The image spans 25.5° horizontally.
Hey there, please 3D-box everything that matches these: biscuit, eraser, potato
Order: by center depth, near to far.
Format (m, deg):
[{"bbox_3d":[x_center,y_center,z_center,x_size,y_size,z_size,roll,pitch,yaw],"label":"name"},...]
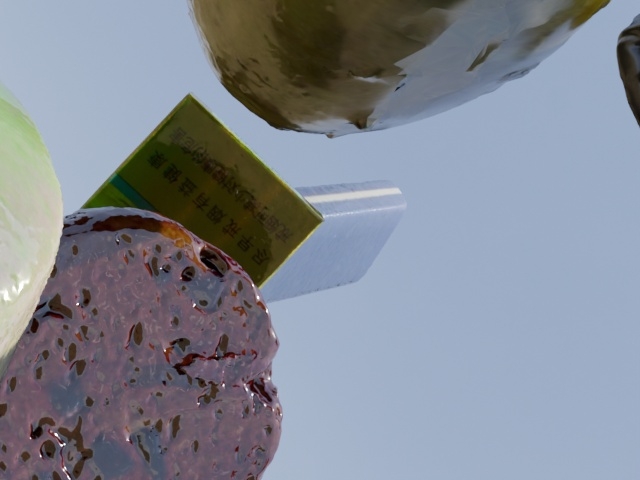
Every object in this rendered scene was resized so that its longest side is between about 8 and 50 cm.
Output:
[{"bbox_3d":[0.038,-0.156,0.679,0.307,0.210,0.173,137,-53,-59],"label":"potato"},{"bbox_3d":[-0.104,0.077,0.713,0.049,0.192,0.192,7,-60,59],"label":"biscuit"},{"bbox_3d":[0.000,0.000,1.060,0.036,0.225,0.082,40,-69,18],"label":"eraser"}]

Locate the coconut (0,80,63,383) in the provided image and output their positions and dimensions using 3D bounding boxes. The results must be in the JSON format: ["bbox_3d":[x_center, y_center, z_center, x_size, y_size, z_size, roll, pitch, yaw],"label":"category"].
[{"bbox_3d":[-0.201,-0.001,0.493,0.236,0.204,0.236,-16,-108,61],"label":"coconut"}]

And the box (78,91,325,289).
[{"bbox_3d":[-0.106,0.015,0.918,0.121,0.193,0.030,44,4,-8],"label":"box"}]

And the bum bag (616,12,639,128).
[{"bbox_3d":[0.262,-0.038,0.721,0.079,0.142,0.326,34,24,-43],"label":"bum bag"}]
